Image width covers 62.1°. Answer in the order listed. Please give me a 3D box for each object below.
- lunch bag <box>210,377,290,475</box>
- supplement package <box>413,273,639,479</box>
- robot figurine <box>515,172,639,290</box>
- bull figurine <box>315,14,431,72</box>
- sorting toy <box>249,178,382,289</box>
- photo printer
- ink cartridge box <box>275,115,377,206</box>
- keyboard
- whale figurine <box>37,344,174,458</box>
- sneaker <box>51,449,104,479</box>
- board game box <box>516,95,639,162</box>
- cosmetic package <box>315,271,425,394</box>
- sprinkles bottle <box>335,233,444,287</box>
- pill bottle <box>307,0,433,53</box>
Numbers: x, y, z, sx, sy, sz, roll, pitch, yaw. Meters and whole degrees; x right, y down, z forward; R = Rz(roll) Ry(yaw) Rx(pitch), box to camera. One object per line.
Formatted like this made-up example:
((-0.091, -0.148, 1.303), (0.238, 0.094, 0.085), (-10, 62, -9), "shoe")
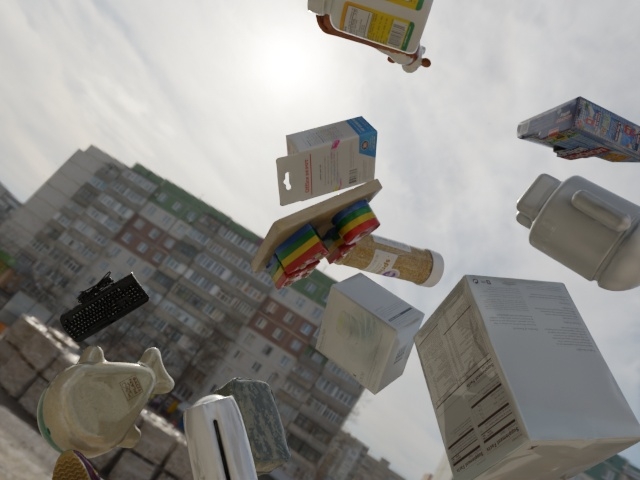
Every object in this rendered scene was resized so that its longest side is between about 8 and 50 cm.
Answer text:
((-0.275, 0.632, 1.736), (0.212, 0.256, 0.305), (28, 30, -50), "lunch bag")
((0.302, 0.220, 0.833), (0.199, 0.263, 0.198), (6, -42, -19), "supplement package")
((0.637, -0.017, 1.239), (0.353, 0.200, 0.300), (37, -2, 29), "robot figurine")
((0.131, -0.468, 1.102), (0.310, 0.188, 0.101), (3, 13, -36), "bull figurine")
((0.000, 0.000, 1.152), (0.089, 0.257, 0.255), (60, -26, 11), "sorting toy")
((-0.194, 0.430, 1.027), (0.307, 0.107, 0.256), (127, -51, -66), "photo printer")
((0.002, -0.135, 0.905), (0.104, 0.181, 0.061), (89, -23, -43), "ink cartridge box")
((-0.474, 0.140, 1.138), (0.100, 0.192, 0.038), (58, 0, -14), "keyboard")
((-0.426, 0.314, 1.060), (0.141, 0.272, 0.216), (-28, -91, 33), "whale figurine")
((-0.397, 0.441, 0.922), (0.084, 0.069, 0.185), (-95, 163, -88), "sneaker")
((0.501, -0.190, 0.996), (0.194, 0.060, 0.194), (15, -3, -9), "board game box")
((0.126, 0.247, 1.439), (0.224, 0.138, 0.224), (33, -56, 32), "cosmetic package")
((0.206, 0.052, 1.624), (0.355, 0.121, 0.121), (15, -12, -25), "sprinkles bottle")
((0.087, -0.418, 0.939), (0.208, 0.118, 0.117), (18, -23, 2), "pill bottle")
